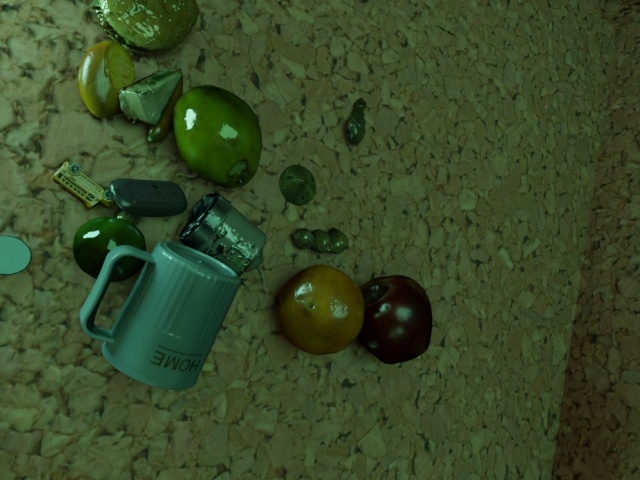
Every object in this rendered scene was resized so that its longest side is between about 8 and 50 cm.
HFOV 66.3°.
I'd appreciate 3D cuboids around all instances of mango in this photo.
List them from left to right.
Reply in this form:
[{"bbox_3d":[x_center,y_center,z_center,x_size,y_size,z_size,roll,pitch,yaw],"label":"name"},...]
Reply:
[{"bbox_3d":[-0.609,-0.451,1.386,0.141,0.102,0.217,13,80,-54],"label":"mango"}]

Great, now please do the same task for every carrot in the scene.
[{"bbox_3d":[-0.457,-0.407,1.493,0.271,0.066,0.062,-70,154,-20],"label":"carrot"}]

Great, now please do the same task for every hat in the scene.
[{"bbox_3d":[-0.063,-0.197,1.686,0.146,0.067,0.146,4,82,-30],"label":"hat"}]

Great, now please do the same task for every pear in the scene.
[{"bbox_3d":[-0.302,-0.311,1.460,0.269,0.269,0.321,-29,87,-30],"label":"pear"}]

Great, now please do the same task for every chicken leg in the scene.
[{"bbox_3d":[0.140,-0.455,1.840,0.085,0.069,0.198,25,65,-27],"label":"chicken leg"}]

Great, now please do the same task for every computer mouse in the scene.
[{"bbox_3d":[-0.489,-0.123,1.401,0.232,0.057,0.120,-6,61,-53],"label":"computer mouse"}]

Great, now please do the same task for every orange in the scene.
[{"bbox_3d":[0.001,0.220,1.550,0.226,0.284,0.284,31,62,-68],"label":"orange"}]

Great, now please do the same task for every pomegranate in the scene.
[{"bbox_3d":[-0.555,0.001,1.325,0.187,0.187,0.225,29,46,-24],"label":"pomegranate"}]

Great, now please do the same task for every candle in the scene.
[{"bbox_3d":[-0.261,0.017,1.482,0.330,0.187,0.187,42,65,-22],"label":"candle"}]

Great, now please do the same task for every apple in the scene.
[{"bbox_3d":[0.242,0.268,1.683,0.288,0.288,0.317,-52,129,-24],"label":"apple"}]

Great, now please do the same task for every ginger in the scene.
[{"bbox_3d":[0.000,0.000,1.693,0.204,0.080,0.104,1,51,-31],"label":"ginger"}]

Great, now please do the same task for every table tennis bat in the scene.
[{"bbox_3d":[-0.823,0.032,1.244,0.155,0.019,0.100,17,76,-29],"label":"table tennis bat"}]

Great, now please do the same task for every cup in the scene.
[{"bbox_3d":[-0.410,0.172,1.287,0.331,0.257,0.311,27,92,-5],"label":"cup"}]

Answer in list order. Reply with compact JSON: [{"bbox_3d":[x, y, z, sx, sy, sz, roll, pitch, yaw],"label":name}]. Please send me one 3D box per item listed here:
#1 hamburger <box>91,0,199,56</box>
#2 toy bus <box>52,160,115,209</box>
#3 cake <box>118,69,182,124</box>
[{"bbox_3d":[-0.512,-0.686,1.447,0.259,0.144,0.283,39,72,-24],"label":"hamburger"},{"bbox_3d":[-0.642,-0.140,1.341,0.162,0.069,0.074,41,66,-18],"label":"toy bus"},{"bbox_3d":[-0.492,-0.417,1.448,0.220,0.086,0.117,-62,161,-53],"label":"cake"}]
